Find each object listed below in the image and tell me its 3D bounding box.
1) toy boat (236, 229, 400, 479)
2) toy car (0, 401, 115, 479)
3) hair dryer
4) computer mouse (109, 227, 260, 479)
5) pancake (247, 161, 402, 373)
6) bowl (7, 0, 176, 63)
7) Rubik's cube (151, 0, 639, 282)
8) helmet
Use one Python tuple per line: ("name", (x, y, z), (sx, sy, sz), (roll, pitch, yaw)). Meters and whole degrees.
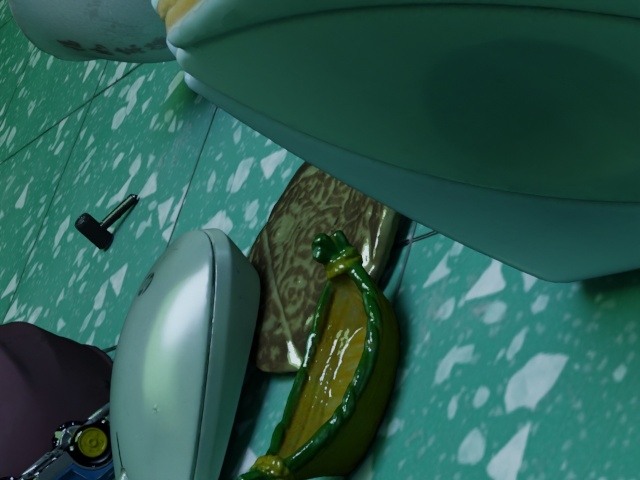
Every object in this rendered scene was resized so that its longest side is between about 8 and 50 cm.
("toy boat", (0.001, 0.103, 1.046), (0.089, 0.088, 0.229), (-23, 44, 52))
("toy car", (-0.240, 0.239, 1.316), (0.191, 0.100, 0.097), (-41, 8, -21))
("hair dryer", (-0.259, -0.030, 1.736), (0.083, 0.047, 0.026), (-40, 29, 10))
("computer mouse", (-0.136, 0.125, 1.234), (0.159, 0.097, 0.288), (-13, 59, 61))
("pancake", (-0.001, 0.000, 1.225), (0.250, 0.031, 0.250), (-44, 30, 34))
("bowl", (-0.132, -0.352, 1.570), (0.196, 0.435, 0.435), (32, 94, 21))
("Rubik's cube", (0.152, -0.211, 0.788), (0.347, 0.351, 0.352), (-26, 44, 51))
("helmet", (-0.357, 0.232, 1.463), (0.271, 0.197, 0.338), (-20, 46, 51))
